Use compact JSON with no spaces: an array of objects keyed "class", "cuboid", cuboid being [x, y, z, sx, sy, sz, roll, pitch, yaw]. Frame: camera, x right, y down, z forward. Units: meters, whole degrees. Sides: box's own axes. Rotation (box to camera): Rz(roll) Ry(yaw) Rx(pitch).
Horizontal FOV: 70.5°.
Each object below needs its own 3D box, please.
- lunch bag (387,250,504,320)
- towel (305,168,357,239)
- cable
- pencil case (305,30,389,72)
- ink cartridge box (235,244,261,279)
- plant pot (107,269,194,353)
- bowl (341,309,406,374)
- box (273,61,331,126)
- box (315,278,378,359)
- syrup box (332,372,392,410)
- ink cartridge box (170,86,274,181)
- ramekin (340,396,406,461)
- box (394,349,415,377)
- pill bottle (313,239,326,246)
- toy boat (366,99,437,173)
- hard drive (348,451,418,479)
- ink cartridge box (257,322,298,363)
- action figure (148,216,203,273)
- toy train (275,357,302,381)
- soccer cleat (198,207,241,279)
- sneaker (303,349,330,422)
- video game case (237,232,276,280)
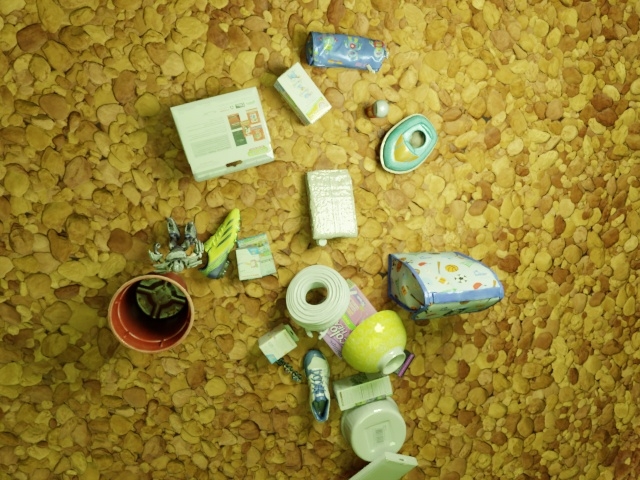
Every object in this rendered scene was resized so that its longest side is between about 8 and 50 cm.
[{"class":"lunch bag","cuboid":[0.477,0.181,1.794,0.328,0.385,0.238,-4,99,-12]},{"class":"towel","cuboid":[0.041,-0.144,1.794,0.187,0.049,0.282,-4,82,-14]},{"class":"cable","cuboid":[-0.015,0.221,1.773,0.257,0.257,0.089,-44,149,-8]},{"class":"pencil case","cuboid":[0.096,-0.707,1.717,0.306,0.119,0.133,2,75,-11]},{"class":"ink cartridge box","cuboid":[-0.280,0.088,1.772,0.089,0.052,0.122,-8,101,-11]},{"class":"plant pot","cuboid":[-0.588,0.228,1.634,0.272,0.265,0.272,-2,99,-12]},{"class":"bowl","cuboid":[0.245,0.434,1.801,0.289,0.156,0.289,-23,136,-24]},{"class":"box","cuboid":[-0.069,-0.545,1.709,0.103,0.114,0.203,-41,104,-5]},{"class":"box","cuboid":[0.099,0.321,1.870,0.243,0.117,0.213,-38,104,-4]},{"class":"syrup box","cuboid":[0.178,0.635,1.945,0.237,0.093,0.096,-15,101,-10]},{"class":"ink cartridge box","cuboid":[-0.352,-0.385,1.664,0.309,0.130,0.271,-17,103,-9]},{"class":"ramekin","cuboid":[0.234,0.812,1.962,0.277,0.135,0.277,-2,98,-11]},{"class":"box","cuboid":[0.322,0.515,1.992,0.162,0.029,0.116,32,90,-16]},{"class":"pill bottle","cuboid":[0.000,0.000,1.819,0.043,0.083,0.043,-2,98,-12]},{"class":"toy boat","cuboid":[0.306,-0.421,1.790,0.318,0.148,0.267,43,88,-15]},{"class":"hard drive","cuboid":[0.246,1.021,1.958,0.203,0.040,0.307,27,115,-32]},{"class":"ink cartridge box","cuboid":[-0.169,0.410,1.840,0.143,0.090,0.092,-34,104,-7]},{"class":"action figure","cuboid":[-0.507,0.025,1.611,0.185,0.285,0.099,-2,122,-10]},{"class":"toy train","cuboid":[-0.135,0.539,1.898,0.036,0.027,0.158,-43,104,0]},{"class":"soccer cleat","cuboid":[-0.386,0.008,1.735,0.121,0.093,0.289,19,93,-7]},{"class":"sneaker","cuboid":[-0.002,0.606,1.885,0.112,0.131,0.296,-9,99,-9]},{"class":"video game case","cuboid":[-0.254,0.065,1.810,0.119,0.015,0.166,-15,101,-9]}]
